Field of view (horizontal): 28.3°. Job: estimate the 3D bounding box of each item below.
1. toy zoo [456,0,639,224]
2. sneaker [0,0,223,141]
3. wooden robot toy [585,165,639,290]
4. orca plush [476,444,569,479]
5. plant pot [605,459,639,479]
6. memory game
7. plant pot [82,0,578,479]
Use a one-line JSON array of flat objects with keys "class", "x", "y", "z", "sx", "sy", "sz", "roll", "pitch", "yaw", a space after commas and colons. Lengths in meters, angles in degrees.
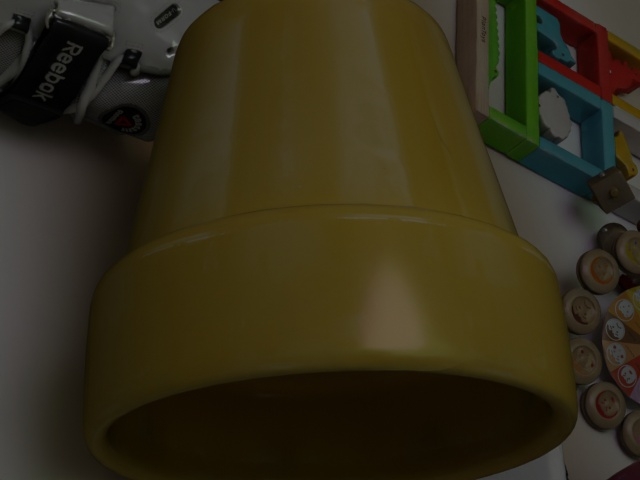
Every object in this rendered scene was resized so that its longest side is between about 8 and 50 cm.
[{"class": "toy zoo", "x": 0.244, "y": -0.119, "z": 1.138, "sx": 0.293, "sy": 0.030, "sz": 0.192, "roll": 24, "pitch": 51, "yaw": -25}, {"class": "sneaker", "x": -0.152, "y": -0.126, "z": 0.764, "sx": 0.331, "sy": 0.122, "sz": 0.146, "roll": -17, "pitch": 73, "yaw": -43}, {"class": "wooden robot toy", "x": 0.281, "y": 0.008, "z": 1.081, "sx": 0.173, "sy": 0.076, "sz": 0.079, "roll": 42, "pitch": 10, "yaw": -10}, {"class": "orca plush", "x": 0.069, "y": 0.093, "z": 0.854, "sx": 0.287, "sy": 0.102, "sz": 0.151, "roll": 44, "pitch": 89, "yaw": 6}, {"class": "plant pot", "x": 0.260, "y": 0.238, "z": 0.827, "sx": 0.201, "sy": 0.201, "sz": 0.180, "roll": 7, "pitch": 44, "yaw": -35}, {"class": "memory game", "x": 0.266, "y": 0.081, "z": 1.001, "sx": 0.186, "sy": 0.012, "sz": 0.186, "roll": 5, "pitch": 75, "yaw": -21}, {"class": "plant pot", "x": 0.000, "y": 0.000, "z": 0.704, "sx": 0.254, "sy": 0.254, "sz": 0.239, "roll": 14, "pitch": 60, "yaw": -32}]
